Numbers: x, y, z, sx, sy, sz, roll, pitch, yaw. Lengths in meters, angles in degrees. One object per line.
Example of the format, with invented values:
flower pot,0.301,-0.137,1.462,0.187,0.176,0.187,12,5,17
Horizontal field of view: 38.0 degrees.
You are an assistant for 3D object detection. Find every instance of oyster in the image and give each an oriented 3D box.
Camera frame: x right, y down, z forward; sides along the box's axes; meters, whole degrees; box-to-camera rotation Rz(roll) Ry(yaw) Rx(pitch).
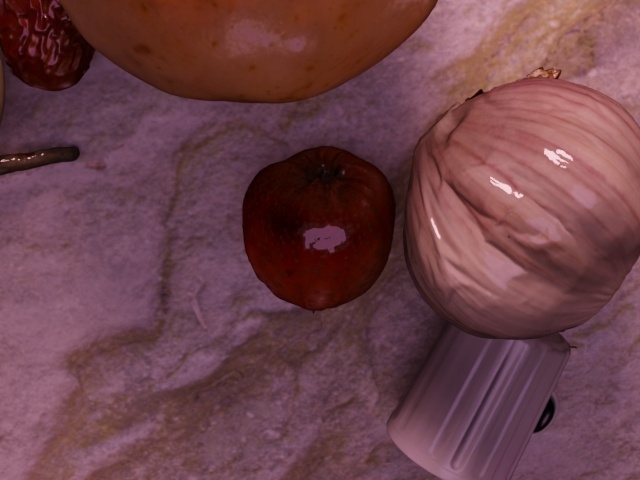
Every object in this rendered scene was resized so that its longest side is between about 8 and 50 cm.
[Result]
oyster,0.222,-0.159,1.095,0.132,0.029,0.086,-11,131,-13

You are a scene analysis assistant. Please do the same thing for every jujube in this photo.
jujube,-0.290,-0.249,0.989,0.112,0.109,0.176,5,107,11

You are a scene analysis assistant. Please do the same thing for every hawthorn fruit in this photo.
hawthorn fruit,0.000,0.000,1.065,0.179,0.179,0.200,-4,126,-3

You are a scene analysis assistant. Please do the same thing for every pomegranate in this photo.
pomegranate,-0.066,-0.301,0.849,0.412,0.411,0.411,-1,109,-4

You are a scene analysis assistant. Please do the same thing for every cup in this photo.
cup,0.209,0.181,1.165,0.167,0.221,0.202,30,104,22

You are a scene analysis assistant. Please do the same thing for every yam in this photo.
yam,-0.384,-0.079,1.037,0.234,0.027,0.029,-12,80,-27

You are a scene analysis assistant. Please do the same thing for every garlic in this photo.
garlic,0.214,-0.037,1.000,0.317,0.317,0.259,-43,92,10

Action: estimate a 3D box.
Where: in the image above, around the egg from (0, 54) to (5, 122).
egg,-0.425,-0.180,0.956,0.186,0.186,0.241,-24,93,4
